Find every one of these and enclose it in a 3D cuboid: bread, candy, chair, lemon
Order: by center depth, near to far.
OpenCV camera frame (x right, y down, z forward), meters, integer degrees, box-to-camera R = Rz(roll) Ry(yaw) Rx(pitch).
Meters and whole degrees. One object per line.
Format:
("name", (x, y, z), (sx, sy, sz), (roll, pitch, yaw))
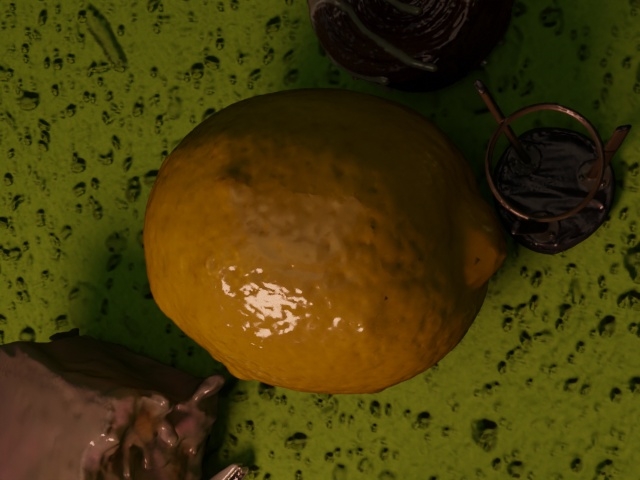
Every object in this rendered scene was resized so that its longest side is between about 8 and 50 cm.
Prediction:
("chair", (0.164, -0.048, 1.114), (0.095, 0.221, 0.104), (-11, 82, 6))
("lemon", (0.000, 0.000, 1.181), (0.288, 0.233, 0.233), (5, 92, 23))
("bread", (0.065, -0.192, 1.232), (0.160, 0.073, 0.160), (0, 90, 31))
("candy", (-0.191, 0.173, 1.329), (0.195, 0.137, 0.184), (18, 98, 42))

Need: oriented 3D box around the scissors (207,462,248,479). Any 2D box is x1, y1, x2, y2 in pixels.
("scissors", (-0.121, 0.244, 1.366), (0.176, 0.022, 0.085), (-45, 63, 25))
